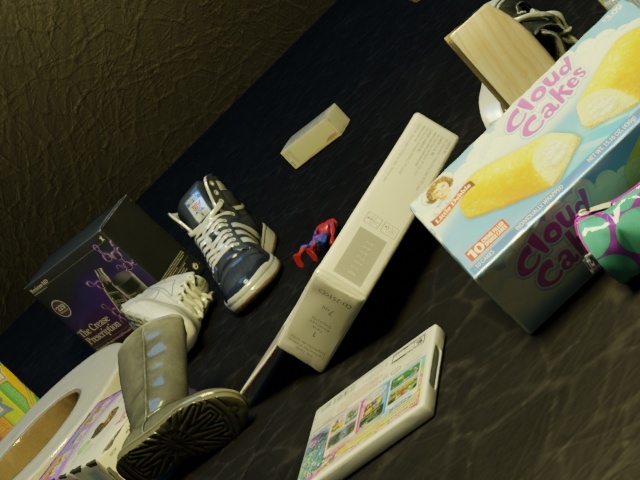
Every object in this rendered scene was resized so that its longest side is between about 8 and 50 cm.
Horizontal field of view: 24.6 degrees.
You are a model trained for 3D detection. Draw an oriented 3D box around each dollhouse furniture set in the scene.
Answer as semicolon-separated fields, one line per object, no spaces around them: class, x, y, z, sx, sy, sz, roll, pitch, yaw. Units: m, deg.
dollhouse furniture set;0.246;-0.280;1.400;0.303;0.286;0.198;-42;3;6

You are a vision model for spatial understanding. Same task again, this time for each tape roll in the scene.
tape roll;-0.391;0.309;2.089;0.392;0.072;0.392;-43;13;12

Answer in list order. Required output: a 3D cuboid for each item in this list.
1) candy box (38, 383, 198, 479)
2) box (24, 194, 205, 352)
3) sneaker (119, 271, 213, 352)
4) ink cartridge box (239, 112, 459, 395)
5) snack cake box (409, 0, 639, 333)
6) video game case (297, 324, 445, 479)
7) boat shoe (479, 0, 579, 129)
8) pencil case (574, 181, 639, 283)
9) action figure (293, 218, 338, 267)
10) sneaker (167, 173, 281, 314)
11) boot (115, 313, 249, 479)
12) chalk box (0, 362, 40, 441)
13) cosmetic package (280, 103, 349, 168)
candy box;-0.254;0.256;1.829;0.196;0.070;0.165;-30;19;50
box;-0.349;0.063;2.468;0.261;0.184;0.103;-33;17;44
sneaker;-0.217;0.098;2.140;0.129;0.111;0.297;-40;13;-6
ink cartridge box;0.033;0.032;1.651;0.296;0.066;0.261;-57;-2;-43
snack cake box;0.218;-0.066;1.244;0.264;0.089;0.152;-44;32;4
video game case;0.046;0.157;1.329;0.157;0.019;0.143;-38;15;23
boat shoe;0.241;-0.207;1.653;0.105;0.113;0.306;-31;20;24
pencil case;0.265;-0.031;1.119;0.151;0.070;0.064;-39;14;20
action figure;0.000;0.000;1.935;0.038;0.030;0.115;-30;14;32
sneaker;-0.141;0.000;2.087;0.099;0.153;0.282;-43;13;10
boot;-0.163;0.164;1.695;0.189;0.076;0.208;-27;29;18
chalk box;-0.569;0.273;2.428;0.132;0.213;0.132;-52;14;-27
cosmetic package;-0.009;-0.175;2.476;0.115;0.041;0.060;-34;16;38
